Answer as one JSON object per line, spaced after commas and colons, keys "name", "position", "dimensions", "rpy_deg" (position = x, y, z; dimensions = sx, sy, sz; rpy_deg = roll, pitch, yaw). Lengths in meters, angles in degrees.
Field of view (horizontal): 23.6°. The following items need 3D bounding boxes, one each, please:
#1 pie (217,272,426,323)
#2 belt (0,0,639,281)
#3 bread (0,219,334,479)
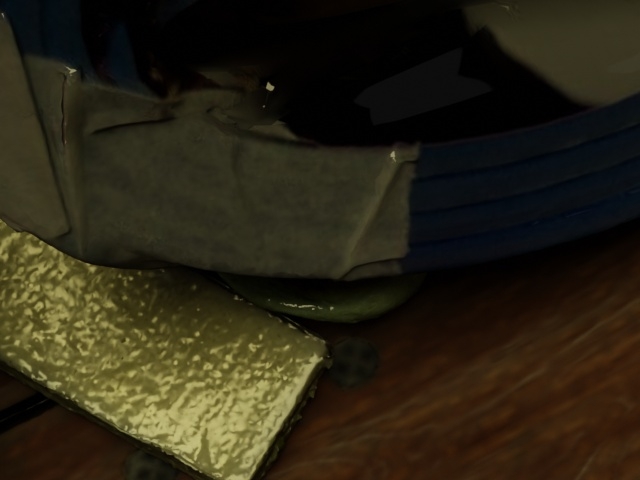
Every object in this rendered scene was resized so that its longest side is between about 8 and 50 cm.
{"name": "pie", "position": [0.000, 0.000, 0.572], "dimensions": [0.085, 0.017, 0.085], "rpy_deg": [3, 47, -3]}
{"name": "belt", "position": [0.039, -0.106, 0.506], "dimensions": [0.346, 0.212, 0.117], "rpy_deg": [-12, 35, -11]}
{"name": "bread", "position": [-0.073, 0.035, 0.571], "dimensions": [0.153, 0.028, 0.068], "rpy_deg": [26, 72, 16]}
